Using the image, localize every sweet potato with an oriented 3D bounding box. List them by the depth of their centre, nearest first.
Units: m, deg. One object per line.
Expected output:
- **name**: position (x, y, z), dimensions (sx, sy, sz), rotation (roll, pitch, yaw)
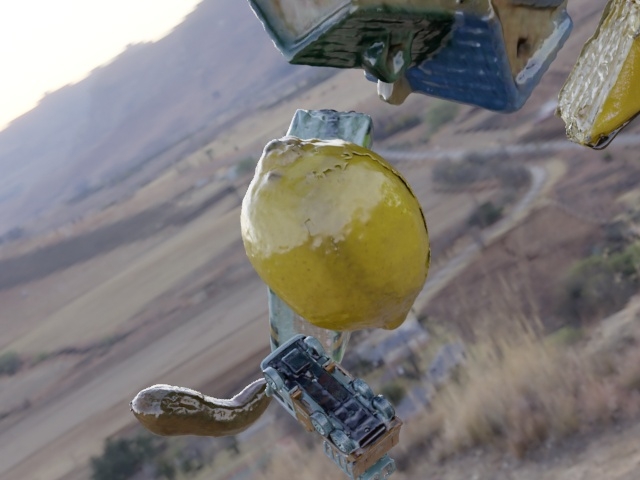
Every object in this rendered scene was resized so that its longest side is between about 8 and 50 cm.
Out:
- **sweet potato**: position (-0.158, 0.243, 1.780), dimensions (0.233, 0.081, 0.062), rotation (-1, -4, -26)

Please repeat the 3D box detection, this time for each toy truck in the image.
- **toy truck**: position (0.012, 0.201, 1.453), dimensions (0.080, 0.178, 0.115), rotation (-36, -32, -21)

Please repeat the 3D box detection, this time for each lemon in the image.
- **lemon**: position (0.017, -0.007, 1.412), dimensions (0.204, 0.260, 0.204), rotation (-33, 16, 10)

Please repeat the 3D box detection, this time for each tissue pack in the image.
- **tissue pack**: position (0.000, 0.000, 1.765), dimensions (0.128, 0.311, 0.228), rotation (9, 48, 9)

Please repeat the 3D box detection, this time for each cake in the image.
- **cake**: position (0.299, -0.168, 1.129), dimensions (0.116, 0.185, 0.080), rotation (-1, 33, -23)

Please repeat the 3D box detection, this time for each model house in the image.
- **model house**: position (0.130, -0.332, 1.592), dimensions (0.382, 0.342, 0.334), rotation (-2, 16, -43)
